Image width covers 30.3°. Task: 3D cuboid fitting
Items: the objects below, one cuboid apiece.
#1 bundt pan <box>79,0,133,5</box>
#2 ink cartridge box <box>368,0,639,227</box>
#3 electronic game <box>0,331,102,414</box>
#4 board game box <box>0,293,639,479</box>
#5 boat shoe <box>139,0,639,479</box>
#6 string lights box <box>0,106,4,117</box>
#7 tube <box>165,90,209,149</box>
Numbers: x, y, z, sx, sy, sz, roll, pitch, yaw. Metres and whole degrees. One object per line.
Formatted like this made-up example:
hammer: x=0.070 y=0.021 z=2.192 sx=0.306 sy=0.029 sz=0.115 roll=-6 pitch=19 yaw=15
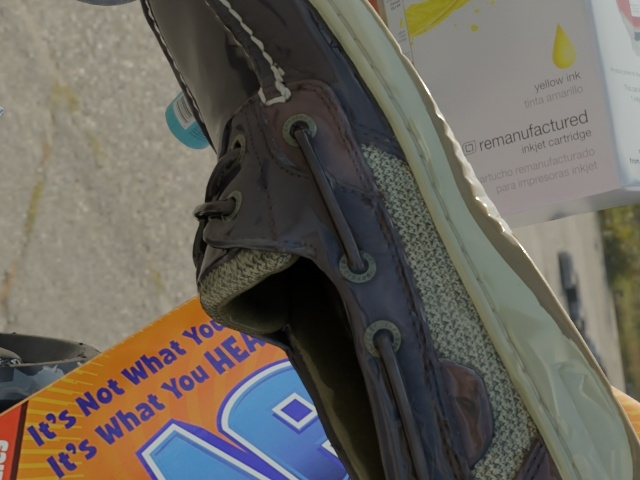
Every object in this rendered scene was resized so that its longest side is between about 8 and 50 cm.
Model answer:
bundt pan: x=-0.182 y=-0.359 z=0.926 sx=0.124 sy=0.331 sz=0.330 roll=-104 pitch=176 yaw=-54
ink cartridge box: x=0.169 y=-0.208 z=1.155 sx=0.160 sy=0.279 sz=0.384 roll=-2 pitch=81 yaw=-50
electronic game: x=-0.248 y=0.094 z=0.806 sx=0.229 sy=0.229 sz=0.048 roll=-4 pitch=98 yaw=-75
board game box: x=0.003 y=0.270 z=0.732 sx=0.357 sy=0.356 sz=0.356 roll=-33 pitch=146 yaw=-45
boat shoe: x=0.000 y=0.000 z=0.409 sx=0.285 sy=0.092 sz=0.103 roll=58 pitch=-21 yaw=18
string lights box: x=-0.230 y=0.034 z=0.476 sx=0.077 sy=0.259 sz=0.133 roll=41 pitch=45 yaw=2
tube: x=-0.057 y=-0.155 z=1.031 sx=0.080 sy=0.207 sz=0.052 roll=47 pitch=37 yaw=-8
